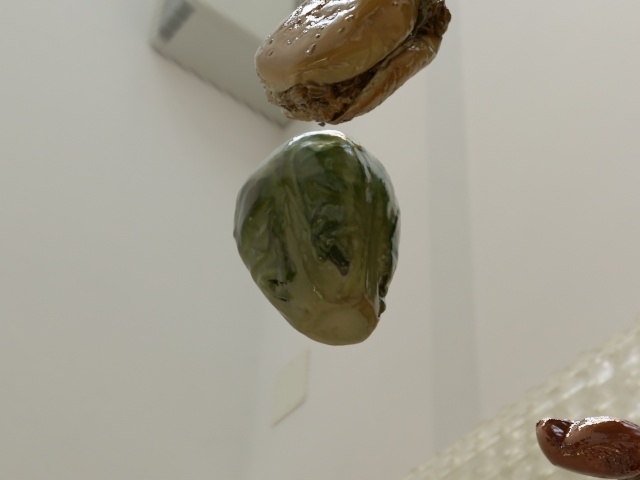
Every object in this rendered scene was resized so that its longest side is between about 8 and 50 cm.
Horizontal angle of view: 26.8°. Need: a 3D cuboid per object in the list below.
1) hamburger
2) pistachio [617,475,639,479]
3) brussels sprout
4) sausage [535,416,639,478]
[{"bbox_3d":[0.023,-0.155,1.070,0.147,0.138,0.083,-42,-59,-16],"label":"hamburger"},{"bbox_3d":[0.552,0.404,2.103,0.226,0.136,0.136,45,-144,-7],"label":"pistachio"},{"bbox_3d":[0.000,0.000,1.744,0.210,0.219,0.271,31,-139,-49],"label":"brussels sprout"},{"bbox_3d":[0.398,0.299,1.941,0.089,0.179,0.089,5,-90,-65],"label":"sausage"}]
